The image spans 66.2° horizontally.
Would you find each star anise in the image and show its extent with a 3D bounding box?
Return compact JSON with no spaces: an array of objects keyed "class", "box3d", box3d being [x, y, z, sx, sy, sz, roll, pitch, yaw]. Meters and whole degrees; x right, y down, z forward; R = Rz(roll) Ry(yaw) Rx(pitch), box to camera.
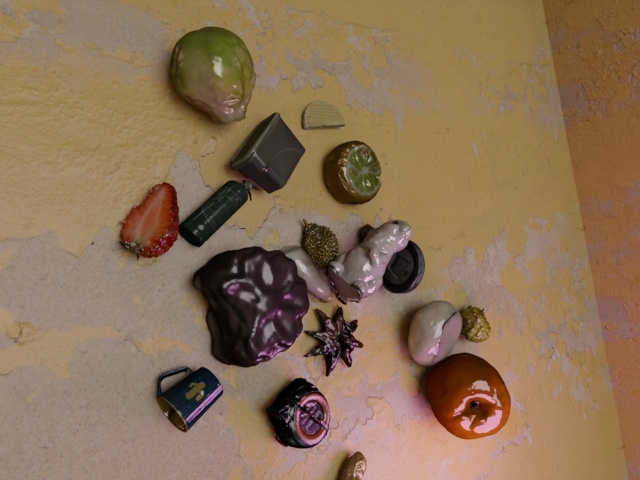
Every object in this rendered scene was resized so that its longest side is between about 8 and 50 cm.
[{"class":"star anise","box3d":[0.062,0.367,1.809,0.272,0.102,0.271,7,77,-31]}]

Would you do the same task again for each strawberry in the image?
[{"class":"strawberry","box3d":[-0.491,-0.043,1.489,0.175,0.106,0.236,34,69,20]}]

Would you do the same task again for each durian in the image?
[{"class":"durian","box3d":[0.000,0.000,1.829,0.146,0.102,0.208,-36,99,-28]}]

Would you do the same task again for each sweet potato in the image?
[{"class":"sweet potato","box3d":[0.189,0.049,1.978,0.081,0.062,0.233,8,80,-17]}]

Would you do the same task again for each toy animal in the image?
[{"class":"toy animal","box3d":[0.193,0.065,1.846,0.194,0.258,0.357,44,68,6]}]

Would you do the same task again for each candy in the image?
[{"class":"candy","box3d":[0.466,0.380,2.038,0.295,0.185,0.295,-30,132,-39]},{"class":"candy","box3d":[0.135,-0.267,1.957,0.260,0.118,0.259,5,82,-36]}]

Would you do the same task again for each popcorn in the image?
[{"class":"popcorn","box3d":[0.703,0.379,2.238,0.174,0.142,0.173,25,40,-23]}]

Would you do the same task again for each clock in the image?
[{"class":"clock","box3d":[0.319,0.101,1.959,0.049,0.226,0.225,8,78,-39]}]

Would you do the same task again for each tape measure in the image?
[{"class":"tape measure","box3d":[-0.069,0.591,1.663,0.202,0.135,0.222,-42,109,-43]}]

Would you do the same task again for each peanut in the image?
[{"class":"peanut","box3d":[0.112,0.860,1.768,0.083,0.093,0.194,23,70,-1]}]

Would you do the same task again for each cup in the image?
[{"class":"cup","box3d":[-0.397,0.454,1.470,0.176,0.131,0.155,47,51,10]}]

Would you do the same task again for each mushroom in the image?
[{"class":"mushroom","box3d":[-0.044,0.133,1.767,0.103,0.118,0.270,-36,108,6]}]

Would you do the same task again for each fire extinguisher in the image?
[{"class":"fire extinguisher","box3d":[-0.324,-0.108,1.622,0.311,0.095,0.114,-51,124,-29]}]

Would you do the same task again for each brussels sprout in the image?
[{"class":"brussels sprout","box3d":[-0.350,-0.543,1.600,0.274,0.243,0.316,2,85,-59]}]

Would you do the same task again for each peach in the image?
[{"class":"peach","box3d":[0.604,0.638,2.025,0.343,0.301,0.342,0,90,-3]}]

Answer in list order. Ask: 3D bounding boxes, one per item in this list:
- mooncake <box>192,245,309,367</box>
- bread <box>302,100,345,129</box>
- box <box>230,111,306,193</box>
[{"class":"mooncake","box3d":[-0.210,0.199,1.591,0.351,0.212,0.381,-37,106,-40]},{"class":"bread","box3d":[0.002,-0.499,1.953,0.193,0.036,0.112,-12,84,-32]},{"class":"box","box3d":[-0.173,-0.298,1.713,0.178,0.138,0.274,46,48,-25]}]
